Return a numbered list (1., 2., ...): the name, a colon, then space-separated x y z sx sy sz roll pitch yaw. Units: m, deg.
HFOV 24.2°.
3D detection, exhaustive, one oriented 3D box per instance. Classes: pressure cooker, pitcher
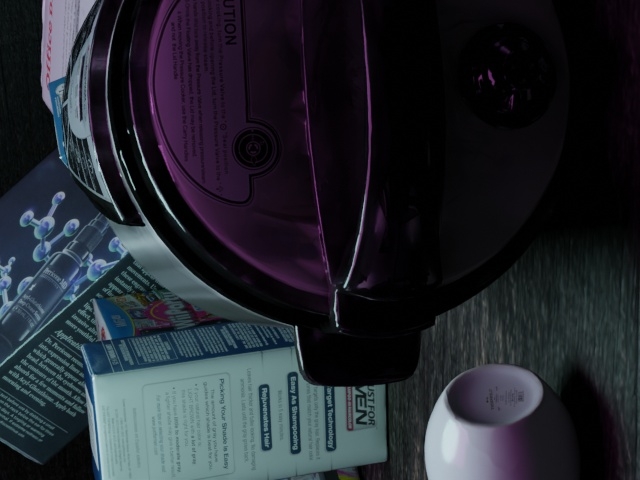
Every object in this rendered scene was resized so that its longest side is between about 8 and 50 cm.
1. pressure cooker: 0.004 -0.113 1.179 0.370 0.375 0.420 45 169 -9
2. pitcher: 0.154 0.193 1.255 0.177 0.126 0.207 -90 -10 -57

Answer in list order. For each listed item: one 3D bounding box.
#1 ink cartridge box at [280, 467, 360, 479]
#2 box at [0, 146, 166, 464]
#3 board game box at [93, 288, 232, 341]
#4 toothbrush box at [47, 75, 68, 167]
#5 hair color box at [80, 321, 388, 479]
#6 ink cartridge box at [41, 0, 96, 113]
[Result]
1. ink cartridge box: -0.026 0.352 2.016 0.226 0.131 0.306 107 151 -58
2. box: -0.370 0.073 2.189 0.212 0.395 0.293 45 -175 -45
3. board game box: -0.133 0.131 1.970 0.224 0.303 0.097 -136 40 -68
4. toothbrush box: -0.139 -0.136 1.767 0.216 0.296 0.126 62 -171 -54
5. hair color box: -0.100 0.193 1.772 0.105 0.347 0.173 -130 36 -65
6. ink cartridge box: -0.254 -0.257 2.048 0.395 0.166 0.285 -132 44 -53
